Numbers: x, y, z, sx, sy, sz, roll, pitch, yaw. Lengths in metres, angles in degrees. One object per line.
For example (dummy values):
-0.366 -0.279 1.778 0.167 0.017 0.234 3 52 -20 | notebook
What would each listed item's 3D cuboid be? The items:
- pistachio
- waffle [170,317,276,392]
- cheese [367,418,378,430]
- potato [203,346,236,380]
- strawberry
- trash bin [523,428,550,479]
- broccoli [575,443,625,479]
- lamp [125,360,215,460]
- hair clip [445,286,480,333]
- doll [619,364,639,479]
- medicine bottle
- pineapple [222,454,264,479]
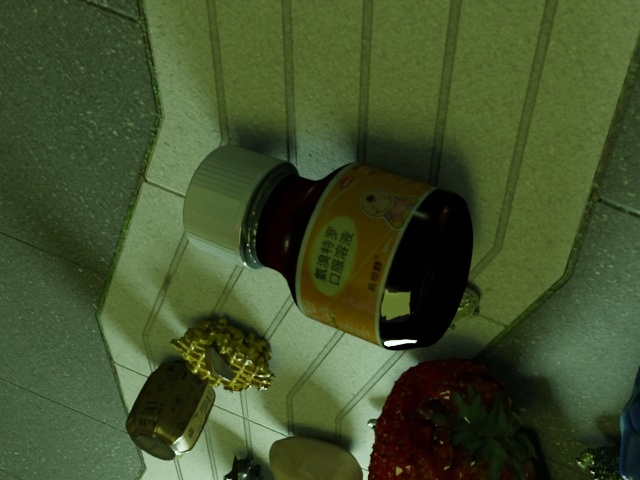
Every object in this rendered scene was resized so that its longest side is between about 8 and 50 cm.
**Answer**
-0.007 0.506 1.951 0.229 0.157 0.157 22 143 24 | pistachio
-0.184 0.232 1.804 0.193 0.070 0.197 -11 131 37 | waffle
0.164 0.352 1.762 0.171 0.048 0.092 4 136 26 | cheese
-0.201 0.244 1.738 0.037 0.036 0.093 -7 134 31 | potato
0.200 0.373 1.571 0.267 0.312 0.351 13 140 -23 | strawberry
0.347 0.460 1.733 0.165 0.115 0.226 2 134 26 | trash bin
0.527 0.432 1.628 0.122 0.118 0.204 -14 151 1 | broccoli
-0.315 0.359 1.926 0.161 0.185 0.161 17 143 13 | lamp
0.170 0.101 1.470 0.146 0.056 0.187 38 138 -25 | hair clip
0.588 0.288 1.374 0.365 0.187 0.376 23 131 -13 | doll
0.000 0.000 1.303 0.394 0.242 0.243 15 141 24 | medicine bottle
-0.124 0.674 2.188 0.201 0.202 0.362 -5 122 33 | pineapple
